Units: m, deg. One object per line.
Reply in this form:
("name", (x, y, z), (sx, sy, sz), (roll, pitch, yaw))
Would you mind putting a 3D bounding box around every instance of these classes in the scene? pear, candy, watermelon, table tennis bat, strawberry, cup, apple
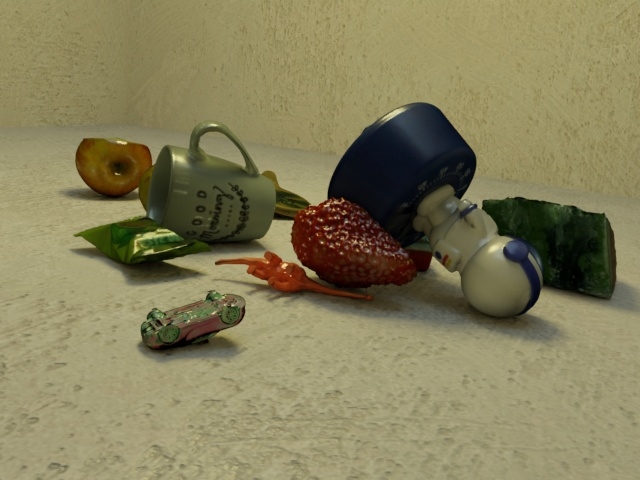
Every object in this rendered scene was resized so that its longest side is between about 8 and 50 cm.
("pear", (-0.332, -0.110, 1.611), (0.148, 0.149, 0.162), (-2, 19, -31))
("candy", (-0.324, 0.004, 1.292), (0.149, 0.069, 0.246), (-13, 26, -42))
("watermelon", (0.483, 0.023, 1.463), (0.264, 0.151, 0.302), (12, -4, 37))
("table tennis bat", (-0.125, -0.126, 1.923), (0.198, 0.050, 0.321), (15, 17, -16))
("strawberry", (0.030, 0.020, 1.205), (0.106, 0.175, 0.236), (-30, 15, -36))
("cup", (-0.209, -0.115, 1.458), (0.234, 0.258, 0.186), (7, 30, -25))
("apple", (-0.535, -0.196, 1.857), (0.195, 0.160, 0.173), (8, 18, -29))

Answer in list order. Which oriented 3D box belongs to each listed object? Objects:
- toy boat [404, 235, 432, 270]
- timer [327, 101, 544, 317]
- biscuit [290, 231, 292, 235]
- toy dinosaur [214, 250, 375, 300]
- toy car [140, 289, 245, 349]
("toy boat", (0.147, -0.040, 1.549), (0.145, 0.133, 0.332), (3, 13, -10))
("timer", (0.224, -0.023, 1.234), (0.270, 0.270, 0.383), (-10, 51, -50))
("biscuit", (0.000, 0.000, 1.561), (0.119, 0.019, 0.130), (0, 14, -26))
("toy dinosaur", (-0.049, 0.060, 1.194), (0.279, 0.055, 0.101), (19, -2, 22))
("toy car", (-0.164, 0.108, 0.941), (0.142, 0.055, 0.069), (-16, 21, -25))
